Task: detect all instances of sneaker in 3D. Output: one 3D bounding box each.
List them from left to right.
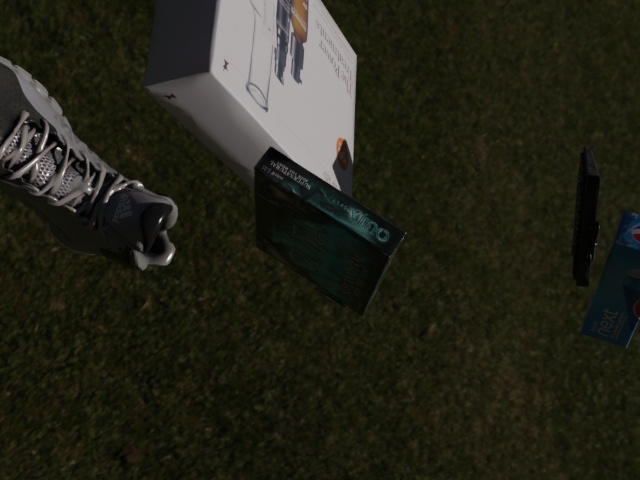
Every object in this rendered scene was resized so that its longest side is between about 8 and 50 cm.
[{"bbox_3d":[-0.170,-0.047,0.580,0.086,0.132,0.228,-61,148,-14],"label":"sneaker"}]

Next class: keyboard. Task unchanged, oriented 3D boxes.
[{"bbox_3d":[0.346,-0.021,1.085,0.023,0.180,0.108,-3,38,8],"label":"keyboard"}]

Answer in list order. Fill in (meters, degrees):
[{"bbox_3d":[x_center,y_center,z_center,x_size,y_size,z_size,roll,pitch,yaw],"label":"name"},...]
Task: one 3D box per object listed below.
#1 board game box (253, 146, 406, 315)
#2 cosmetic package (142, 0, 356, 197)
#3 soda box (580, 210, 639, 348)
[{"bbox_3d":[0.000,0.000,0.707,0.126,0.186,0.026,33,72,8],"label":"board game box"},{"bbox_3d":[-0.066,-0.218,1.055,0.377,0.097,0.284,43,46,-56],"label":"cosmetic package"},{"bbox_3d":[0.431,0.059,1.168,0.071,0.210,0.067,19,52,17],"label":"soda box"}]
